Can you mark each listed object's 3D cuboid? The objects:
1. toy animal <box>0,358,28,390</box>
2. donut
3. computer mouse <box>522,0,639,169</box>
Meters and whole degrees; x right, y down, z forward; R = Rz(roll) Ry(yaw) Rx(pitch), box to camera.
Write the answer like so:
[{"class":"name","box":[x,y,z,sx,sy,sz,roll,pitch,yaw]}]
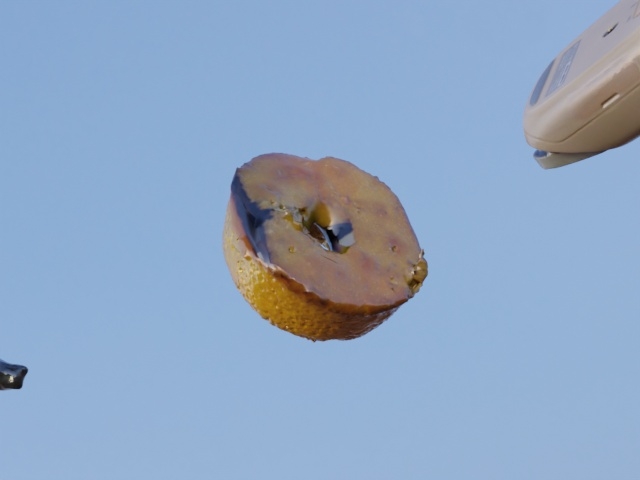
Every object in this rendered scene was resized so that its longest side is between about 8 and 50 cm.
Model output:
[{"class":"toy animal","box":[-0.338,0.067,1.154,0.245,0.114,0.146,2,-34,14]},{"class":"donut","box":[0.001,0.002,1.755,0.253,0.253,0.118,0,-38,-31]},{"class":"computer mouse","box":[0.265,-0.149,1.277,0.082,0.145,0.236,40,-50,-11]}]
